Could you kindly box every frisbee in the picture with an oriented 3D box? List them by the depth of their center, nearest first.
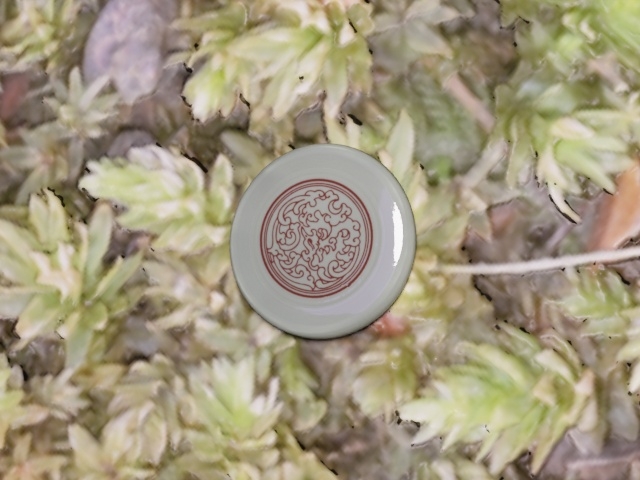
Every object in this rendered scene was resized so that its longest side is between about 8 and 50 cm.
[{"bbox_3d":[0.000,0.000,0.944,0.110,0.014,0.110,-2,83,20],"label":"frisbee"}]
